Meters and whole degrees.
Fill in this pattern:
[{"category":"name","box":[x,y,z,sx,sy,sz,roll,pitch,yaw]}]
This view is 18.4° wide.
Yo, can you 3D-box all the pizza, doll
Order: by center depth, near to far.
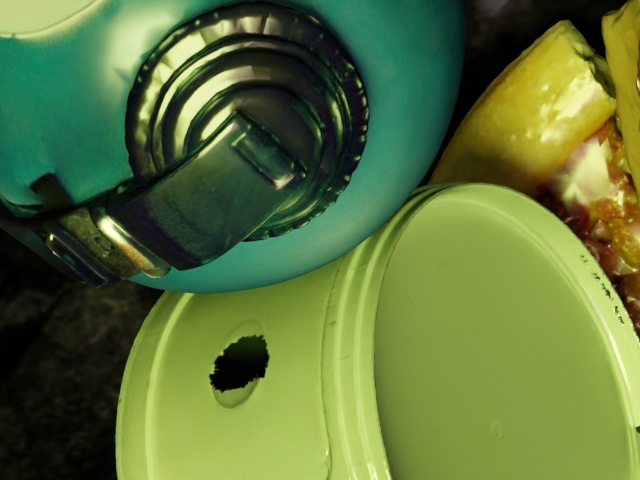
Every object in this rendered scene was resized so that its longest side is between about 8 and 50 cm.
[{"category":"doll","box":[-0.027,-0.123,0.792,0.310,0.284,0.240,-44,120,9]},{"category":"pizza","box":[0.156,0.032,1.028,0.229,0.081,0.289,7,121,-10]}]

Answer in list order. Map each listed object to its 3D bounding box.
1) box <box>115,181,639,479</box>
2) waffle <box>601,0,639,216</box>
[{"category":"box","box":[0.038,0.096,0.906,0.149,0.226,0.226,-19,127,38]},{"category":"waffle","box":[0.287,-0.021,0.958,0.304,0.077,0.348,-23,124,-11]}]
